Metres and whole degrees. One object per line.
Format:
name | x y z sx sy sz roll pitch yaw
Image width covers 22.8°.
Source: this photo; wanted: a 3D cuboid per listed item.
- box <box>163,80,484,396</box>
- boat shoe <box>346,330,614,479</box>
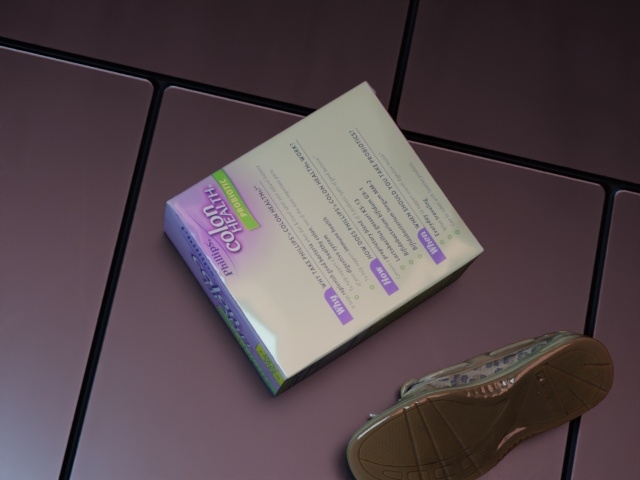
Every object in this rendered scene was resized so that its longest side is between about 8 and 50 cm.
box | 0.000 0.000 1.607 0.243 0.117 0.213 -32 82 -15
boat shoe | 0.156 0.172 1.607 0.285 0.089 0.104 -20 105 -9
